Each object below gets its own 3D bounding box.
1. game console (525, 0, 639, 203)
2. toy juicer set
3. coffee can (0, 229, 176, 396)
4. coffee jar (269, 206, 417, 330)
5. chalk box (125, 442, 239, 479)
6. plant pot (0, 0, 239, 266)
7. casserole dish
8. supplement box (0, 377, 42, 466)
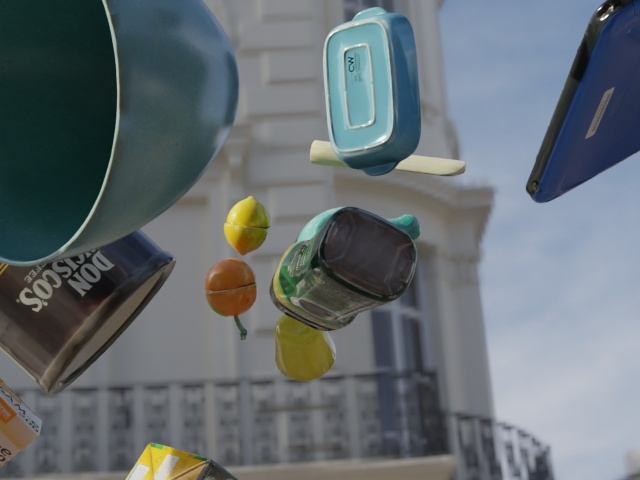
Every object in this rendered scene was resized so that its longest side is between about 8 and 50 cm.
[{"bbox_3d":[0.276,-0.215,1.418,0.250,0.173,0.293,-28,-25,-22],"label":"game console"},{"bbox_3d":[0.000,0.000,1.773,0.209,0.329,0.089,27,-28,25],"label":"toy juicer set"},{"bbox_3d":[-0.325,0.004,1.645,0.275,0.201,0.201,42,-32,3],"label":"coffee can"},{"bbox_3d":[0.017,0.032,1.470,0.096,0.079,0.184,27,-21,-12],"label":"coffee jar"},{"bbox_3d":[-0.099,0.314,1.483,0.213,0.132,0.132,43,-22,-26],"label":"chalk box"},{"bbox_3d":[-0.185,-0.130,1.297,0.195,0.290,0.290,-6,-18,-45],"label":"plant pot"},{"bbox_3d":[0.051,-0.165,1.654,0.114,0.188,0.037,-10,-11,34],"label":"casserole dish"},{"bbox_3d":[-0.311,0.179,1.380,0.098,0.036,0.062,-39,-74,8],"label":"supplement box"}]
